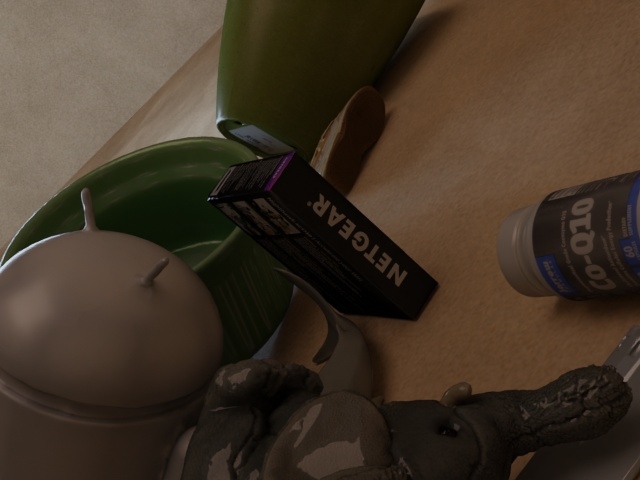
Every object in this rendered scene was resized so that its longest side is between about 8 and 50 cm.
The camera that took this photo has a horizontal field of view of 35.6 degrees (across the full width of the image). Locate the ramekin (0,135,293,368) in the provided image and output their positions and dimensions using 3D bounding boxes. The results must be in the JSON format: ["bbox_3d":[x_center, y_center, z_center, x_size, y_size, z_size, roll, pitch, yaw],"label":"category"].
[{"bbox_3d":[-0.176,0.034,1.080,0.303,0.148,0.303,-16,35,11],"label":"ramekin"}]

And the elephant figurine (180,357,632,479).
[{"bbox_3d":[0.028,0.146,0.581,0.239,0.169,0.186,-2,75,50],"label":"elephant figurine"}]

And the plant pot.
[{"bbox_3d":[-0.026,-0.262,1.363,0.274,0.274,0.294,-4,63,62],"label":"plant pot"}]

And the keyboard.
[{"bbox_3d":[0.136,0.152,0.574,0.256,0.014,0.072,-50,26,-9],"label":"keyboard"}]

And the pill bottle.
[{"bbox_3d":[0.186,-0.001,0.657,0.137,0.078,0.078,-15,37,56],"label":"pill bottle"}]

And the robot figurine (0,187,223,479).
[{"bbox_3d":[-0.196,0.142,0.838,0.199,0.300,0.354,-18,-50,-53],"label":"robot figurine"}]

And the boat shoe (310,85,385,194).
[{"bbox_3d":[0.026,-0.122,1.223,0.059,0.063,0.170,-14,38,46],"label":"boat shoe"}]

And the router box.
[{"bbox_3d":[0.000,0.000,0.880,0.046,0.179,0.133,-56,23,-17],"label":"router box"}]

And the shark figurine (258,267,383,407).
[{"bbox_3d":[-0.012,0.116,0.790,0.166,0.116,0.278,-28,29,39],"label":"shark figurine"}]
